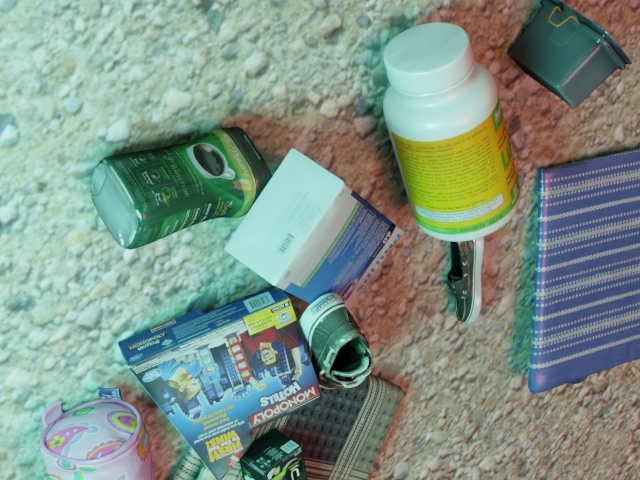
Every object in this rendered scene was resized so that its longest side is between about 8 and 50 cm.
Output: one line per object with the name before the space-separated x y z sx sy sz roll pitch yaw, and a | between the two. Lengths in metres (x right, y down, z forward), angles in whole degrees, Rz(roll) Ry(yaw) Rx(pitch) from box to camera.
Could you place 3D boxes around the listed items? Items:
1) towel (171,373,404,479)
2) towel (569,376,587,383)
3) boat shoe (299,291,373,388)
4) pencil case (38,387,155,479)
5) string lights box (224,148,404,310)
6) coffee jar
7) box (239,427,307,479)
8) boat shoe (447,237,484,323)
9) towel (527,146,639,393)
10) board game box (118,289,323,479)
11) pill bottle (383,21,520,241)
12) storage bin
towel | -0.057 0.295 1.932 0.312 0.056 0.324 22 94 -49
towel | 0.355 0.178 2.248 0.119 0.029 0.067 6 107 -45
boat shoe | 0.021 0.137 1.785 0.078 0.070 0.219 -37 157 -9
pencil case | -0.241 0.309 1.716 0.124 0.124 0.284 -26 127 -30
string lights box | 0.000 0.000 1.723 0.133 0.077 0.260 -55 160 0
coffee jar | -0.142 -0.058 1.617 0.184 0.096 0.079 -18 154 -35
box | -0.055 0.281 1.844 0.062 0.052 0.083 -31 132 -30
boat shoe | 0.186 0.047 2.016 0.040 0.049 0.142 -8 117 -18
towel | 0.387 0.039 2.181 0.243 0.040 0.336 -14 113 -35
board game box | -0.105 0.168 1.743 0.194 0.060 0.194 -22 120 -9
pill bottle | 0.151 -0.130 1.817 0.136 0.136 0.245 -38 133 -21
storage bin | 0.302 -0.235 1.909 0.091 0.135 0.098 -49 137 3
